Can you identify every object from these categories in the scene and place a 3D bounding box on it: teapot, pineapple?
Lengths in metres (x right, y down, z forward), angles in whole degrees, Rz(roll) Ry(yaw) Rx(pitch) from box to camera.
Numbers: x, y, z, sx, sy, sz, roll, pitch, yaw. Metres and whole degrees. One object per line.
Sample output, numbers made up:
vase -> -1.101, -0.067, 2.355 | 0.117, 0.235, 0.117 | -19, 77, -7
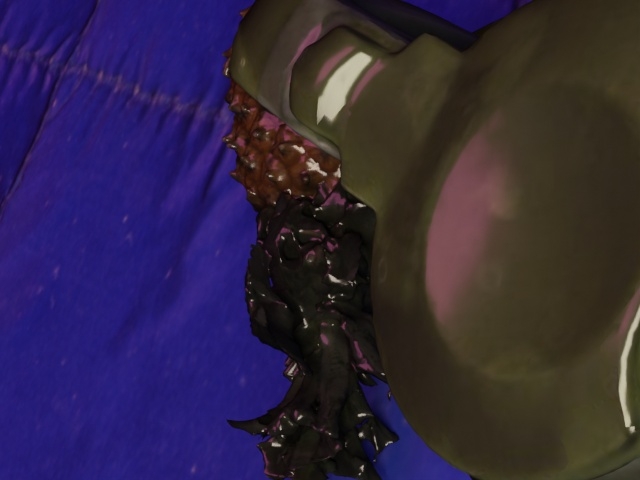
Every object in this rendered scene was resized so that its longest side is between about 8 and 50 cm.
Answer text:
teapot -> 0.125, -0.014, 0.620 | 0.239, 0.239, 0.322 | -42, 47, 30
pineapple -> 0.000, 0.000, 0.947 | 0.125, 0.125, 0.251 | -23, 54, 46

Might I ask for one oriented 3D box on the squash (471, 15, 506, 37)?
squash -> 0.149, -0.077, 0.813 | 0.292, 0.082, 0.082 | -16, 55, 46
